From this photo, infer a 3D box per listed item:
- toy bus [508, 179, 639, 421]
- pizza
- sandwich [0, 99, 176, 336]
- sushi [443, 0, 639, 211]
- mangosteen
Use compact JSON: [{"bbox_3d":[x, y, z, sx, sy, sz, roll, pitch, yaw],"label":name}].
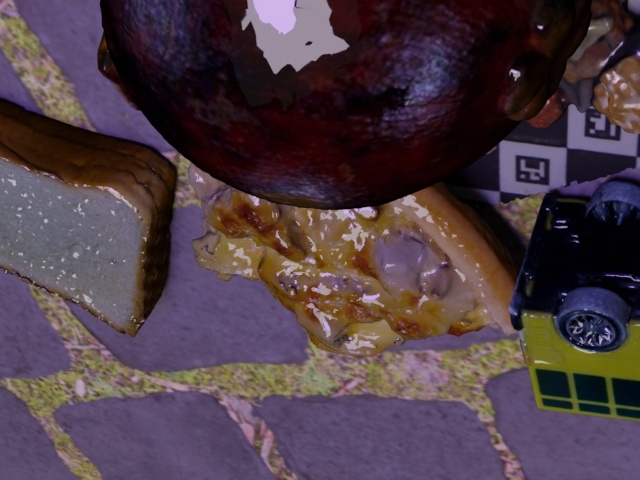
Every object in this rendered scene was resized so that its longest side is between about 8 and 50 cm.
[{"bbox_3d":[0.278,0.055,0.963,0.262,0.128,0.150,5,138,23],"label":"toy bus"},{"bbox_3d":[0.000,0.000,1.058,0.323,0.089,0.223,38,140,-11],"label":"pizza"},{"bbox_3d":[-0.231,-0.022,1.168,0.214,0.065,0.186,20,137,4],"label":"sandwich"},{"bbox_3d":[0.121,-0.117,0.923,0.290,0.050,0.264,-13,126,34],"label":"sushi"},{"bbox_3d":[0.003,-0.166,0.767,0.311,0.311,0.311,13,136,13],"label":"mangosteen"}]
